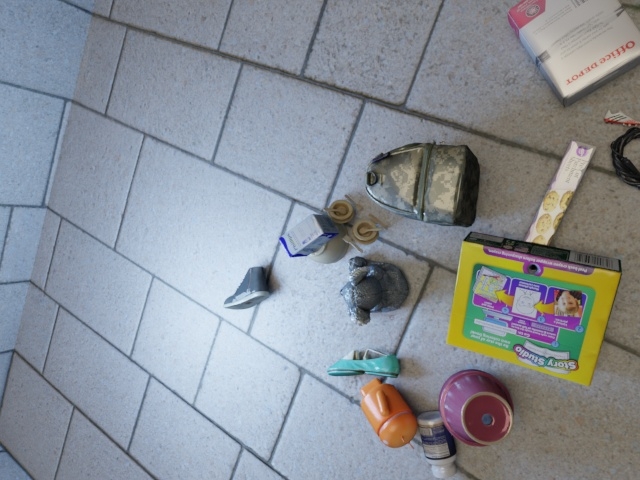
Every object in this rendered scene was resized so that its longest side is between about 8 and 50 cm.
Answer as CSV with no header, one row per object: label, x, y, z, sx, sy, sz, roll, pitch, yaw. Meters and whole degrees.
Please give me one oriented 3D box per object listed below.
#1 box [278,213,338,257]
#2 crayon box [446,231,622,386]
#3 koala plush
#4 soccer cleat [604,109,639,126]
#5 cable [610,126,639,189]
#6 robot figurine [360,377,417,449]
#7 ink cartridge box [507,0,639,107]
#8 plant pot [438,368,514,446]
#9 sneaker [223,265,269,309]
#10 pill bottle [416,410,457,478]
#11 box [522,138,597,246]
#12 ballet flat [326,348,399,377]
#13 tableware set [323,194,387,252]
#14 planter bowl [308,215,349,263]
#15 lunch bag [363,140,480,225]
box,-0.034,-0.014,1.413,0.137,0.126,0.072,-35,77,20
crayon box,0.539,0.169,1.215,0.362,0.106,0.313,13,113,27
koala plush,0.142,0.149,1.394,0.203,0.221,0.197,1,91,27
soccer cleat,0.760,-0.307,1.167,0.083,0.029,0.036,19,104,31
cable,0.807,-0.199,1.141,0.184,0.047,0.151,23,107,23
robot figurine,0.204,0.522,1.398,0.219,0.128,0.158,52,137,45
ink cartridge box,0.641,-0.515,1.174,0.207,0.117,0.283,-31,77,25
plant pot,0.426,0.456,1.243,0.201,0.180,0.202,-1,80,7
sneaker,-0.273,0.178,1.706,0.222,0.083,0.118,-24,61,33
pill bottle,0.347,0.599,1.369,0.094,0.094,0.170,-14,85,27
box,0.619,-0.100,1.226,0.067,0.063,0.324,26,103,22
ballet flat,0.137,0.393,1.493,0.247,0.083,0.087,-7,64,28
tableware set,0.103,-0.064,1.473,0.128,0.039,0.194,-42,68,-17
planter bowl,0.000,0.000,1.529,0.161,0.109,0.162,1,92,27
lunch bag,0.281,-0.150,1.268,0.255,0.305,0.213,6,93,26
